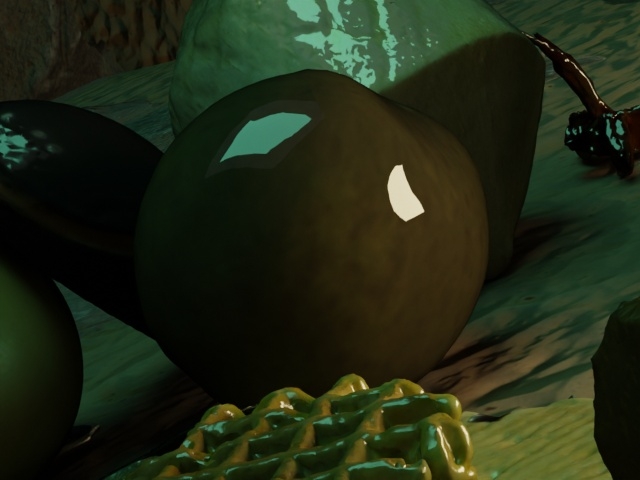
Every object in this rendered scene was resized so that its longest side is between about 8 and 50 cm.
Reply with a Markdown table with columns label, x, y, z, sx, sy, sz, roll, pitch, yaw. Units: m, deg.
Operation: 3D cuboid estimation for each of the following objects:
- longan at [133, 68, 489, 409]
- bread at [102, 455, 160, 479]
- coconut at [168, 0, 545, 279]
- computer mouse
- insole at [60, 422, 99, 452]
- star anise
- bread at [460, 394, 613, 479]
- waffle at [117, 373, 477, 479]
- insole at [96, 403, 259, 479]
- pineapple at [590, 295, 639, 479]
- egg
| label | x | y | z | sx | sy | sz | roll | pitch | yaw |
| --- | --- | --- | --- | --- | --- | --- | --- | --- | --- |
| longan | 0.000 | 0.000 | 1.243 | 0.248 | 0.248 | 0.248 | -18 | 12 | 4 |
| bread | -0.084 | 0.141 | 1.139 | 0.193 | 0.036 | 0.112 | -27 | -8 | 13 |
| coconut | 0.040 | -0.088 | 1.516 | 0.329 | 0.329 | 0.329 | -18 | 12 | 4 |
| computer mouse | -0.138 | -0.009 | 1.385 | 0.116 | 0.323 | 0.183 | -49 | 52 | 4 |
| insole | -0.245 | 0.157 | 1.462 | 0.197 | 0.004 | 0.065 | -9 | 16 | 40 |
| star anise | 0.249 | -0.131 | 1.673 | 0.158 | 0.144 | 0.140 | -7 | 9 | 45 |
| bread | 0.037 | 0.154 | 0.945 | 0.316 | 0.054 | 0.316 | -17 | 11 | 4 |
| waffle | -0.050 | 0.135 | 0.915 | 0.253 | 0.056 | 0.249 | -24 | 12 | -13 |
| insole | -0.087 | 0.128 | 1.178 | 0.080 | 0.003 | 0.232 | -16 | -9 | -25 |
| pineapple | 0.300 | 0.048 | 0.856 | 0.364 | 0.165 | 0.165 | -15 | 10 | -25 |
| egg | -0.262 | 0.092 | 1.325 | 0.201 | 0.201 | 0.244 | -23 | 27 | -17 |
